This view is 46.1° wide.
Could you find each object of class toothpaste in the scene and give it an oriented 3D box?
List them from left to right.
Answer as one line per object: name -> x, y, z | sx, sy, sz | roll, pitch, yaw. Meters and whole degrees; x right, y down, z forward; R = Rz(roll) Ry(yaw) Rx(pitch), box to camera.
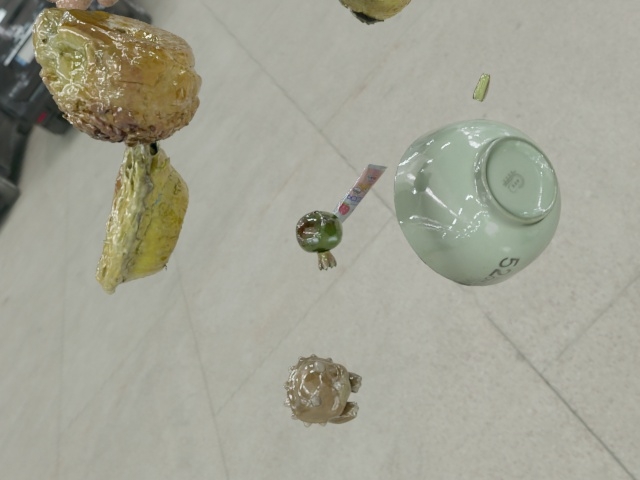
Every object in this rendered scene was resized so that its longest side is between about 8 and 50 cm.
toothpaste -> 0.093, -0.120, 1.898 | 0.194, 0.067, 0.043 | -52, 51, 33

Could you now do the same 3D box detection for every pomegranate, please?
pomegranate -> 0.000, 0.000, 1.741 | 0.115, 0.142, 0.114 | -12, 10, 2

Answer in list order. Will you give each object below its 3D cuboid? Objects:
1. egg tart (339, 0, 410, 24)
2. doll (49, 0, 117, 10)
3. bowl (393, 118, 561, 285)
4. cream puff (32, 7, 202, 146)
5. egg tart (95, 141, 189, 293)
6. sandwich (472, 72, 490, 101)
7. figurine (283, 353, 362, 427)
egg tart -> 0.142, -0.618, 1.737 | 0.232, 0.252, 0.098 | -20, 38, -10
doll -> -0.507, -0.626, 1.663 | 0.303, 0.201, 0.156 | -30, 28, 41
bowl -> 0.343, -0.095, 1.493 | 0.354, 0.354, 0.185 | -66, 14, -22
cream puff -> -0.409, -0.318, 1.500 | 0.327, 0.343, 0.231 | -98, 26, -65
egg tart -> -0.409, -0.051, 1.718 | 0.388, 0.169, 0.387 | -164, 90, -71
sandwich -> 0.407, -0.378, 1.904 | 0.031, 0.044, 0.083 | 19, 70, 17
figurine -> -0.016, 0.373, 1.873 | 0.247, 0.173, 0.177 | 7, 78, 66
